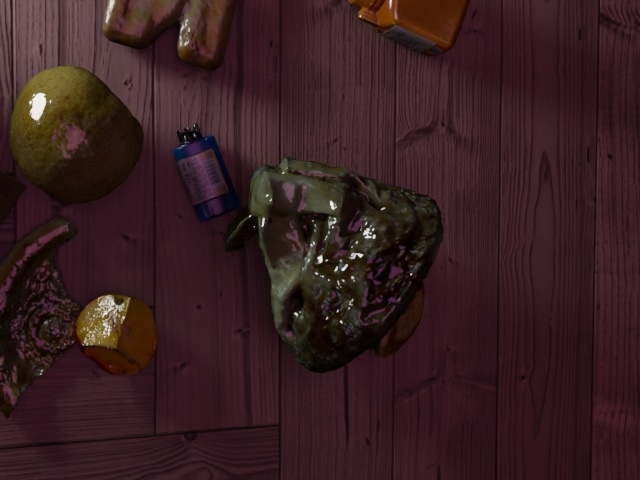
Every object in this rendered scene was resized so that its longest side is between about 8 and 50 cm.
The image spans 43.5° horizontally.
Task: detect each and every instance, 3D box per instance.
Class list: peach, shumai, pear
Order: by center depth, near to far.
[{"bbox_3d":[-0.433,-0.176,1.394,0.228,0.188,0.211,42,73,-15],"label":"pear"},{"bbox_3d":[0.000,0.000,1.458,0.348,0.395,0.395,41,80,-17],"label":"shumai"},{"bbox_3d":[-0.368,0.171,1.473,0.151,0.118,0.151,3,66,-7],"label":"peach"}]

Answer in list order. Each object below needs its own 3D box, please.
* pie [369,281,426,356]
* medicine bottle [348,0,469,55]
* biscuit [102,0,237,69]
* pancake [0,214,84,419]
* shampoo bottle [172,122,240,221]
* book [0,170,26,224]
[{"bbox_3d":[0.156,0.151,1.610,0.084,0.205,0.179,35,74,23],"label":"pie"},{"bbox_3d":[0.176,-0.481,1.616,0.222,0.112,0.150,20,87,-18],"label":"medicine bottle"},{"bbox_3d":[-0.266,-0.483,1.501,0.236,0.062,0.291,11,89,-19],"label":"biscuit"},{"bbox_3d":[-0.519,0.137,1.453,0.197,0.054,0.377,11,90,-19],"label":"pancake"},{"bbox_3d":[-0.224,-0.134,1.536,0.087,0.050,0.183,-22,99,-13],"label":"shampoo bottle"},{"bbox_3d":[-0.671,-0.015,1.357,0.310,0.021,0.217,-58,139,-8],"label":"book"}]
